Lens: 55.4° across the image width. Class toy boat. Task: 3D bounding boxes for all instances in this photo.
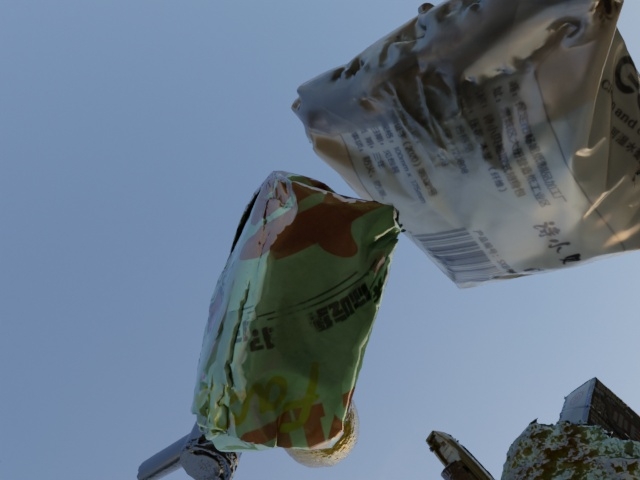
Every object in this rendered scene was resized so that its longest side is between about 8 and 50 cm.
[{"bbox_3d":[0.301,0.490,1.266,0.088,0.068,0.226,-3,-143,-42],"label":"toy boat"}]

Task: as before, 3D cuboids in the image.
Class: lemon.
[{"bbox_3d":[-0.008,0.412,1.392,0.192,0.192,0.231,-39,-59,-32],"label":"lemon"}]

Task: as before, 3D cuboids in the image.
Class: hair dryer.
[{"bbox_3d":[-0.217,0.337,1.016,0.089,0.251,0.197,49,-157,-15],"label":"hair dryer"}]

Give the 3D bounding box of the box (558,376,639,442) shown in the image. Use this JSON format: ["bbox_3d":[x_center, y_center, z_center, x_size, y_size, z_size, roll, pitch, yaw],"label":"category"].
[{"bbox_3d":[0.471,0.391,0.983,0.198,0.084,0.310,42,-142,6],"label":"box"}]

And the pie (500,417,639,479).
[{"bbox_3d":[0.388,0.335,0.771,0.296,0.371,0.078,-40,-68,-39],"label":"pie"}]

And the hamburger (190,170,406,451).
[{"bbox_3d":[-0.028,0.052,0.480,0.125,0.235,0.214,27,-87,-13],"label":"hamburger"}]

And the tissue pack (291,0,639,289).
[{"bbox_3d":[0.201,-0.102,0.709,0.375,0.390,0.195,42,-126,-31],"label":"tissue pack"}]
